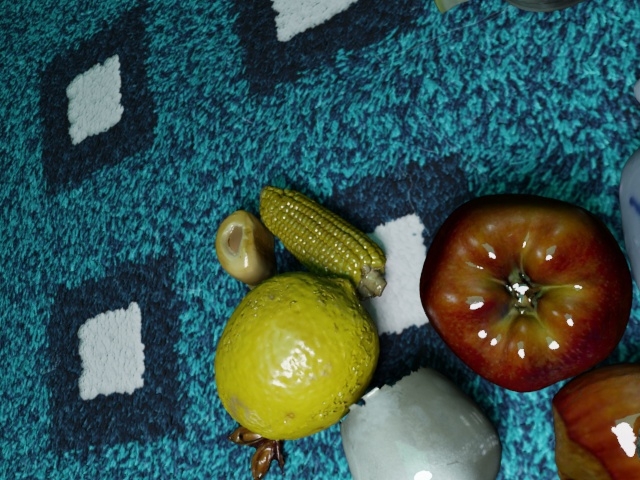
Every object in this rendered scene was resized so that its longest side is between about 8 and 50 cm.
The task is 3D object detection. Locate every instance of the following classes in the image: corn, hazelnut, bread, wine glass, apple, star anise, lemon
[{"bbox_3d":[0.000,0.000,1.104,0.322,0.119,0.119,35,96,31],"label":"corn"},{"bbox_3d":[0.416,0.263,0.777,0.181,0.212,0.181,-40,22,-32],"label":"hazelnut"},{"bbox_3d":[-0.145,0.021,1.151,0.085,0.173,0.134,-10,72,10],"label":"bread"},{"bbox_3d":[0.174,0.357,0.861,0.238,0.238,0.323,-41,67,14],"label":"wine glass"},{"bbox_3d":[0.283,0.068,0.837,0.288,0.317,0.288,0,91,18],"label":"apple"},{"bbox_3d":[-0.105,0.346,1.112,0.157,0.053,0.212,20,90,30],"label":"star anise"},{"bbox_3d":[-0.044,0.194,0.987,0.310,0.258,0.258,-48,61,12],"label":"lemon"}]

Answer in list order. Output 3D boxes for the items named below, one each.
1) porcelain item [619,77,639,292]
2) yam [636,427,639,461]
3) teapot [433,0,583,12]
[{"bbox_3d":[0.534,-0.034,0.791,0.243,0.178,0.405,-3,81,26],"label":"porcelain item"},{"bbox_3d":[0.520,0.258,0.602,0.348,0.241,0.241,38,98,4],"label":"yam"},{"bbox_3d":[0.334,-0.537,0.982,0.322,0.239,0.239,6,80,30],"label":"teapot"}]
